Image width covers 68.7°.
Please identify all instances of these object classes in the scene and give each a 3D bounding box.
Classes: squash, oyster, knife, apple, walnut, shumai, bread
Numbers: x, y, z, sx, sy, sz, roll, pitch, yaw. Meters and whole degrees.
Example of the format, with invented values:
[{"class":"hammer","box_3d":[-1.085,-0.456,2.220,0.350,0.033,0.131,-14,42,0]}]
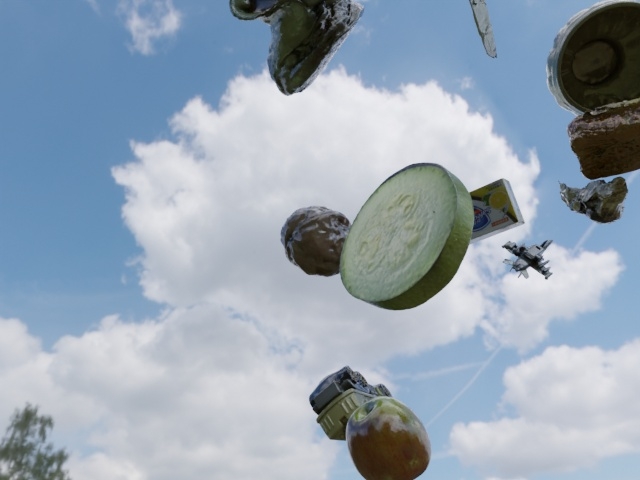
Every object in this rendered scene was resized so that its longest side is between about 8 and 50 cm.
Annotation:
[{"class":"squash","box_3d":[0.131,-0.010,0.759,0.048,0.252,0.252,29,-49,-28]},{"class":"oyster","box_3d":[0.688,-0.090,1.176,0.161,0.108,0.233,16,-2,8]},{"class":"knife","box_3d":[0.245,-0.400,0.752,0.017,0.047,0.298,11,-22,42]},{"class":"apple","box_3d":[0.155,0.466,1.100,0.195,0.196,0.196,-2,-40,-1]},{"class":"walnut","box_3d":[-0.002,-0.001,1.597,0.273,0.273,0.227,9,-79,-15]},{"class":"shumai","box_3d":[-0.069,-0.584,1.207,0.288,0.330,0.292,36,-39,-12]},{"class":"bread","box_3d":[0.760,-0.258,1.028,0.380,0.109,0.185,-13,-47,36]}]

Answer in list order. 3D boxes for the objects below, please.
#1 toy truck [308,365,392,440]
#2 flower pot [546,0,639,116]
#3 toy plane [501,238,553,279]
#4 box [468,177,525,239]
[{"class":"toy truck","box_3d":[0.140,0.585,1.561,0.180,0.254,0.405,-40,-41,8]},{"class":"flower pot","box_3d":[0.781,-0.495,1.304,0.307,0.244,0.308,5,-69,13]},{"class":"toy plane","box_3d":[0.768,0.044,1.678,0.262,0.192,0.088,-34,-32,-23]},{"class":"box","box_3d":[0.552,-0.088,1.638,0.265,0.169,0.097,-23,-18,34]}]
